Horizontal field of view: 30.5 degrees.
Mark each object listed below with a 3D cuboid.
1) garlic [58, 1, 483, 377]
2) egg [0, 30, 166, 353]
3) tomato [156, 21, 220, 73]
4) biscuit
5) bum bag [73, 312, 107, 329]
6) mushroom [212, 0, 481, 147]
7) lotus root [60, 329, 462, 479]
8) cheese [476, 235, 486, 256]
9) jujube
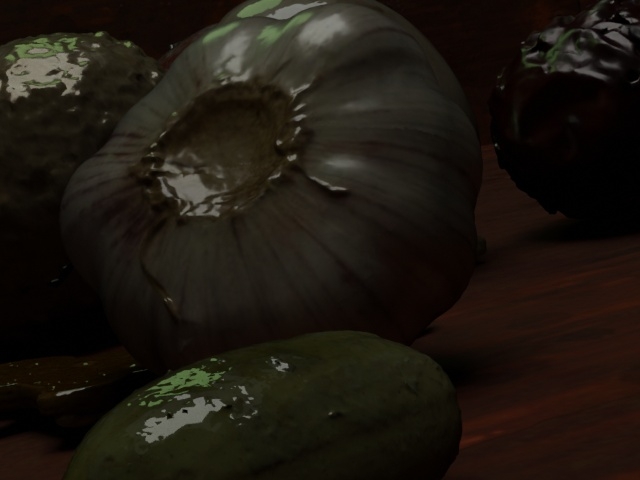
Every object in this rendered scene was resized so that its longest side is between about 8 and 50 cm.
[{"bbox_3d":[0.000,0.000,0.714,0.245,0.245,0.253,-9,-29,26],"label":"garlic"},{"bbox_3d":[-0.254,-0.050,1.073,0.310,0.279,0.279,-44,11,-8],"label":"egg"},{"bbox_3d":[-0.066,-0.127,1.421,0.317,0.282,0.316,6,-10,1],"label":"tomato"},{"bbox_3d":[-0.163,0.095,0.762,0.138,0.031,0.205,-11,5,-43],"label":"biscuit"},{"bbox_3d":[-0.253,0.060,1.205,0.109,0.026,0.159,-17,23,-16],"label":"bum bag"},{"bbox_3d":[-0.017,-0.073,1.078,0.298,0.297,0.290,-5,35,49],"label":"mushroom"},{"bbox_3d":[-0.027,0.078,0.421,0.183,0.077,0.090,-14,5,-36],"label":"lotus root"},{"bbox_3d":[0.115,0.012,1.043,0.044,0.030,0.083,-15,-3,37],"label":"cheese"},{"bbox_3d":[0.332,-0.143,1.187,0.377,0.258,0.258,-7,1,-42],"label":"jujube"}]
